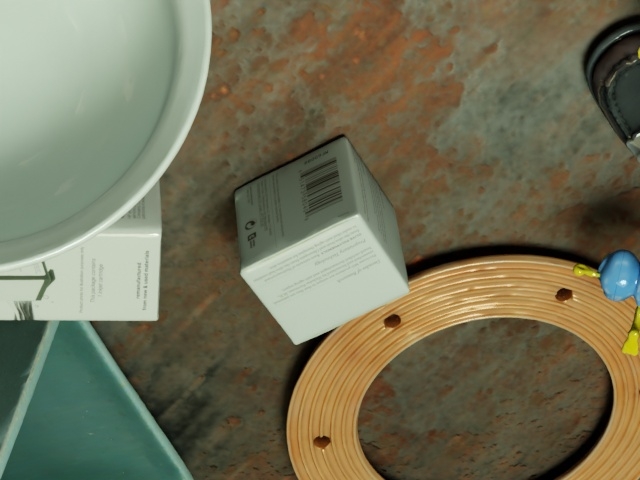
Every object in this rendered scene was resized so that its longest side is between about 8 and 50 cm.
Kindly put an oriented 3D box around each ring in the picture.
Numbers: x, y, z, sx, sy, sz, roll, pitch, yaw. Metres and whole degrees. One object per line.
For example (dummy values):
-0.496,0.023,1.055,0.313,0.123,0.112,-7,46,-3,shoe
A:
0.137,0.140,1.409,0.336,0.032,0.337,-3,127,-4,ring

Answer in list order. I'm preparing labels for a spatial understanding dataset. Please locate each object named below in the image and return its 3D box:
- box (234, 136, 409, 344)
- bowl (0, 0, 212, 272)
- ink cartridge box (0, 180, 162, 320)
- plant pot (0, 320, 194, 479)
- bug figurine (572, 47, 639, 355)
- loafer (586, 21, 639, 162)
0.000,0.000,1.237,0.102,0.101,0.087,-26,126,14,box
-0.219,-0.119,1.059,0.297,0.134,0.298,1,84,-6,bowl
-0.214,-0.021,1.162,0.203,0.148,0.086,1,129,-7,ink cartridge box
-0.279,0.223,1.293,0.252,0.247,0.248,-10,130,22,plant pot
0.304,-0.029,1.164,0.216,0.072,0.279,17,127,8,bug figurine
0.319,-0.050,1.246,0.302,0.095,0.109,35,117,-29,loafer
